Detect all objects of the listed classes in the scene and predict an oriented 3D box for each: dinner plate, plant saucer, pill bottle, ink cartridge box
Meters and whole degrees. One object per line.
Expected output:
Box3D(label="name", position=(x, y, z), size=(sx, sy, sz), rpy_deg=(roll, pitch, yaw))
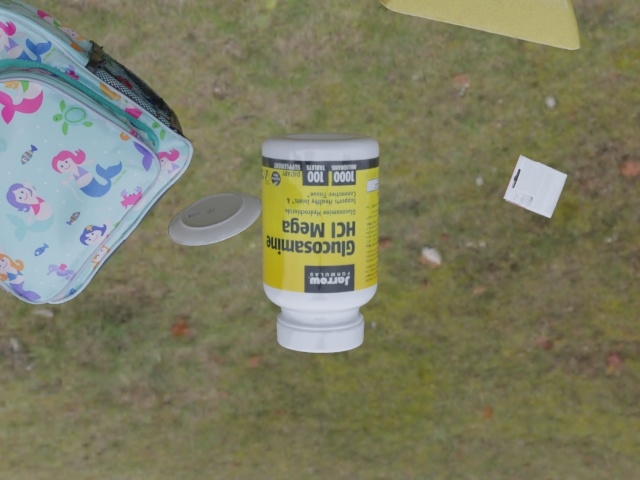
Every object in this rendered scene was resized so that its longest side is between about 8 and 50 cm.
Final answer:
Box3D(label="dinner plate", position=(-0.154, -0.038, 1.448), size=(0.141, 0.141, 0.017), rpy_deg=(-14, 120, 6))
Box3D(label="plant saucer", position=(0.255, -0.457, 1.645), size=(0.332, 0.333, 0.081), rpy_deg=(10, 131, -10))
Box3D(label="pill bottle", position=(0.000, 0.000, 1.609), size=(0.187, 0.334, 0.188), rpy_deg=(0, -170, 0))
Box3D(label="ink cartridge box", position=(0.274, -0.074, 1.322), size=(0.115, 0.063, 0.029), rpy_deg=(16, -173, -44))

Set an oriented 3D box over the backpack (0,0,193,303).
Box3D(label="backpack", position=(-0.268, -0.084, 0.889), size=(0.253, 0.191, 0.225), rpy_deg=(40, 98, -18))
